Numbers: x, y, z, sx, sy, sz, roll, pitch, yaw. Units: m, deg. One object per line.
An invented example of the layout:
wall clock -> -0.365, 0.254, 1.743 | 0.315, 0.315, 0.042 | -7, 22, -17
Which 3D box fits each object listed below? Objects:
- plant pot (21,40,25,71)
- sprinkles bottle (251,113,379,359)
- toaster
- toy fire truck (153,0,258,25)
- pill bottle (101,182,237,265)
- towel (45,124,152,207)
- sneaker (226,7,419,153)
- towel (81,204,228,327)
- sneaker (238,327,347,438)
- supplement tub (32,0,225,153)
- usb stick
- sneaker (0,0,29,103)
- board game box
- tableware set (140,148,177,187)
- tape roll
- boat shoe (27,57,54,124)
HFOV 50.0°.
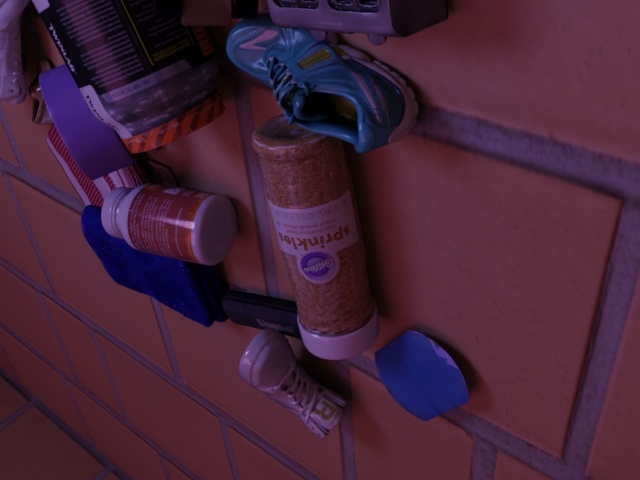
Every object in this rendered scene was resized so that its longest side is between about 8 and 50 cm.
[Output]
plant pot -> -0.711, -0.416, 1.375 | 0.237, 0.109, 0.237 | 28, 139, 27
sprinkles bottle -> 0.000, 0.000, 0.961 | 0.121, 0.121, 0.356 | 17, 132, 38
toaster -> 0.032, -0.293, 0.673 | 0.168, 0.110, 0.186 | 18, 133, 36
toy fire truck -> -0.157, -0.396, 0.787 | 0.217, 0.158, 0.246 | 96, 167, -46
pill bottle -> -0.263, -0.034, 1.179 | 0.216, 0.121, 0.121 | 11, 130, 24
towel -> -0.457, -0.158, 1.372 | 0.329, 0.037, 0.237 | -21, 101, 55
sneaker -> -0.015, -0.192, 0.815 | 0.275, 0.110, 0.107 | 32, 141, 25
towel -> -0.334, 0.055, 1.366 | 0.308, 0.076, 0.228 | 17, 146, 32
sneaker -> -0.032, 0.258, 1.208 | 0.169, 0.108, 0.292 | 29, 164, 23
supplement tub -> -0.261, -0.291, 0.923 | 0.193, 0.193, 0.316 | 1, 121, 47
usb stick -> -0.077, 0.136, 1.232 | 0.278, 0.045, 0.077 | 5, 127, 45
sneaker -> -0.600, -0.351, 1.288 | 0.152, 0.114, 0.305 | 30, 123, -29
board game box -> 0.158, 0.199, 1.046 | 0.133, 0.033, 0.169 | 52, 140, 7
tableware set -> -0.328, -0.154, 1.267 | 0.141, 0.020, 0.169 | 12, 129, 41
tape roll -> -0.381, -0.201, 1.136 | 0.189, 0.080, 0.189 | 156, 90, -86
boat shoe -> -0.547, -0.288, 1.345 | 0.050, 0.045, 0.135 | 39, 132, 41
